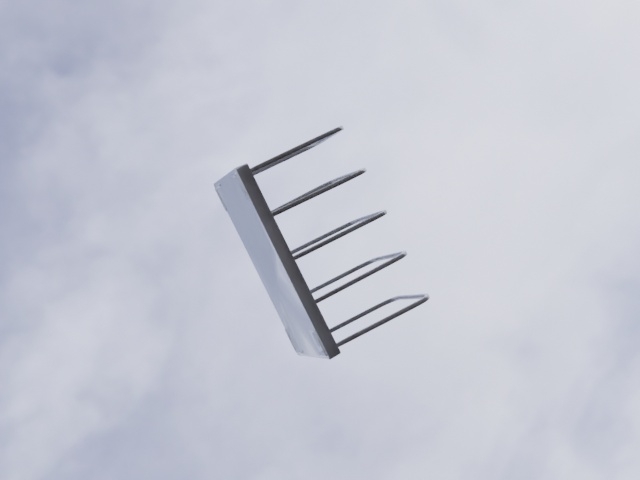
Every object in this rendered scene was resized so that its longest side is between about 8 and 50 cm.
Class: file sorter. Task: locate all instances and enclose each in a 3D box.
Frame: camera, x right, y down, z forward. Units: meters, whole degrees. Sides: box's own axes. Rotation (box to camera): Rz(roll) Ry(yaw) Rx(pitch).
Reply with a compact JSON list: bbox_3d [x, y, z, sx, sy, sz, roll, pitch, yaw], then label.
[{"bbox_3d":[0.000,0.000,1.674,0.173,0.193,0.277,-27,-87,-14],"label":"file sorter"}]
